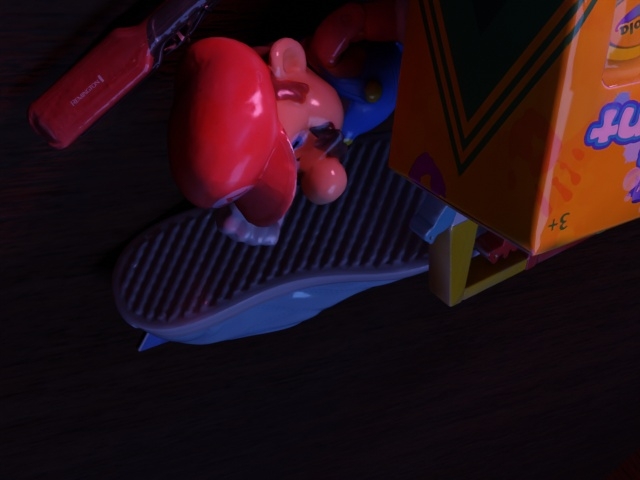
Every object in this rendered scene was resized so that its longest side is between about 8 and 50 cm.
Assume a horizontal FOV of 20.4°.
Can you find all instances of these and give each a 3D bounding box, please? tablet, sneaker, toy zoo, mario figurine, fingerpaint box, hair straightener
[{"bbox_3d":[-0.147,0.079,1.748,0.054,0.006,0.083,-19,155,-36],"label":"tablet"},{"bbox_3d":[0.000,0.000,1.591,0.366,0.135,0.150,-14,167,6],"label":"sneaker"},{"bbox_3d":[0.185,-0.058,1.471,0.293,0.030,0.192,-24,139,-32],"label":"toy zoo"},{"bbox_3d":[0.021,-0.092,1.350,0.320,0.170,0.198,-32,129,-41],"label":"mario figurine"},{"bbox_3d":[0.283,-0.229,1.285,0.445,0.163,0.371,-17,126,-37],"label":"fingerpaint box"},{"bbox_3d":[-0.112,-0.158,1.252,0.230,0.047,0.089,-46,-177,16],"label":"hair straightener"}]

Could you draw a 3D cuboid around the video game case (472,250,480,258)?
[{"bbox_3d":[0.277,-0.084,1.942,0.269,0.061,0.244,-23,158,-27],"label":"video game case"}]
